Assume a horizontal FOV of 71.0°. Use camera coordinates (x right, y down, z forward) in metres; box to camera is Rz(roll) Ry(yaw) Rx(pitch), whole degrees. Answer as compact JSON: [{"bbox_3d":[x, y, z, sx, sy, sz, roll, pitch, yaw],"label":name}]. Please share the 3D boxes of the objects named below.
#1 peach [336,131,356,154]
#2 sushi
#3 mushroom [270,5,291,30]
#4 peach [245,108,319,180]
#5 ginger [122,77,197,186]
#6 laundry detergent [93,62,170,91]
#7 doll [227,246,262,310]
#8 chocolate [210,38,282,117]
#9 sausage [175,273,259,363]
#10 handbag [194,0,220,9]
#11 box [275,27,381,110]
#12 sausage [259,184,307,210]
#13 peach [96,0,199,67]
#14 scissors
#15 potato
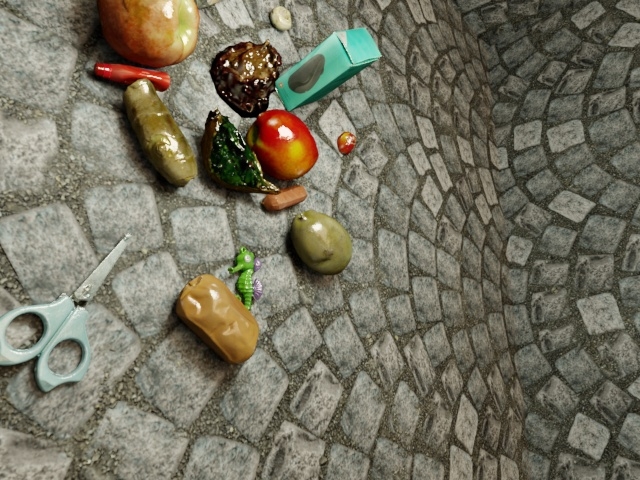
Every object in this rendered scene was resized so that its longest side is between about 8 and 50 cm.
[{"bbox_3d":[0.092,-0.373,1.706,0.050,0.077,0.083,12,111,-49],"label":"peach"},{"bbox_3d":[-0.236,-0.212,1.224,0.287,0.140,0.149,56,38,-15],"label":"sushi"},{"bbox_3d":[-0.137,-0.791,1.595,0.083,0.067,0.084,22,62,-49],"label":"mushroom"},{"bbox_3d":[-0.109,-0.286,1.355,0.226,0.190,0.196,13,39,-39],"label":"peach"},{"bbox_3d":[-0.390,-0.255,1.099,0.116,0.109,0.263,-33,100,-44],"label":"ginger"},{"bbox_3d":[-0.460,-0.401,1.094,0.165,0.097,0.049,-3,102,-40],"label":"laundry detergent"},{"bbox_3d":[-0.206,0.110,1.211,0.115,0.050,0.191,14,68,-48],"label":"doll"},{"bbox_3d":[-0.198,-0.514,1.351,0.206,0.177,0.224,-17,87,-48],"label":"chocolate"},{"bbox_3d":[-0.241,0.194,1.088,0.136,0.120,0.241,-46,111,-33],"label":"sausage"},{"bbox_3d":[-0.334,-0.789,1.374,0.173,0.095,0.117,-45,115,-37],"label":"handbag"},{"bbox_3d":[0.019,-0.569,1.497,0.205,0.311,0.118,-41,105,-46],"label":"box"},{"bbox_3d":[-0.114,-0.130,1.385,0.169,0.065,0.065,-27,96,-50],"label":"sausage"},{"bbox_3d":[-0.435,-0.545,1.093,0.232,0.256,0.233,15,90,-78],"label":"peach"},{"bbox_3d":[-0.491,0.117,0.920,0.191,0.029,0.361,48,44,-30],"label":"scissors"},{"bbox_3d":[0.000,0.000,1.396,0.251,0.159,0.174,48,19,-40],"label":"potato"}]
